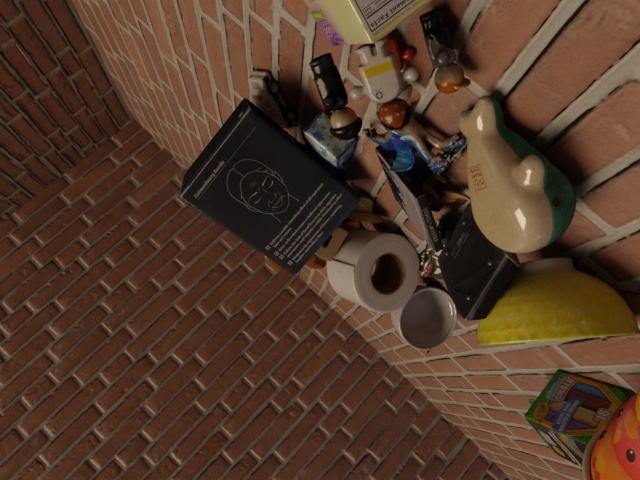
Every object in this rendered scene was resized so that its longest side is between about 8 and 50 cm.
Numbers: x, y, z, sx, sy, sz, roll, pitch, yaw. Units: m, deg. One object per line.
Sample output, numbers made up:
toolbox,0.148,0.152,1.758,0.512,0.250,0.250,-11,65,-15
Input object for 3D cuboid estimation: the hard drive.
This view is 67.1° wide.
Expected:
hard drive,0.322,0.041,1.002,0.054,0.171,0.254,20,-156,-8

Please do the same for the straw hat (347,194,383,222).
straw hat,0.125,-0.104,1.451,0.144,0.145,0.061,30,116,44

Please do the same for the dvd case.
dvd case,0.208,-0.103,1.140,0.179,0.030,0.238,59,-177,-41

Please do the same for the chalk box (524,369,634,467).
chalk box,0.695,0.483,1.289,0.180,0.179,0.289,49,165,-15

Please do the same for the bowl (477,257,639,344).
bowl,0.451,0.121,0.962,0.289,0.290,0.155,121,145,-74

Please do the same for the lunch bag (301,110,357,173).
lunch bag,0.022,-0.254,1.299,0.129,0.096,0.151,43,176,7

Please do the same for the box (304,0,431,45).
box,0.026,-0.423,0.698,0.243,0.117,0.213,54,180,-25

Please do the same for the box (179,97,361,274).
box,-0.142,-0.149,1.356,0.395,0.293,0.212,37,-169,-24

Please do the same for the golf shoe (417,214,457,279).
golf shoe,0.332,0.024,1.244,0.120,0.105,0.273,18,159,11

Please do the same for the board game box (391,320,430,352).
board game box,0.360,0.288,1.707,0.170,0.141,0.048,40,166,15

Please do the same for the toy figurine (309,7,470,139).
toy figurine,0.112,-0.267,0.802,0.210,0.213,0.148,14,134,54

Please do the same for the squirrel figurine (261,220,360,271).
squirrel figurine,-0.050,-0.039,1.712,0.371,0.281,0.397,22,155,42

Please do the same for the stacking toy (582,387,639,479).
stacking toy,0.681,0.330,0.863,0.351,0.351,0.479,27,137,49

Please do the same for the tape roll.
tape roll,0.165,0.091,1.516,0.246,0.246,0.169,52,163,-23

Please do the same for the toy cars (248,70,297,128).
toy cars,-0.160,-0.358,1.495,0.176,0.087,0.393,42,164,10

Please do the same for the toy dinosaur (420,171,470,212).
toy dinosaur,0.287,-0.105,1.079,0.112,0.064,0.211,34,176,-8

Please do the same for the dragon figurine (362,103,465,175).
dragon figurine,0.178,-0.202,1.032,0.144,0.085,0.289,51,162,-18

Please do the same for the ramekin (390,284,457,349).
ramekin,0.329,0.244,1.580,0.207,0.207,0.109,50,173,-16

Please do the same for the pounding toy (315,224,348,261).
pounding toy,0.000,0.000,1.503,0.100,0.141,0.130,29,-174,-18

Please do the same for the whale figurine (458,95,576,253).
whale figurine,0.333,-0.117,0.828,0.216,0.141,0.271,143,106,-80
